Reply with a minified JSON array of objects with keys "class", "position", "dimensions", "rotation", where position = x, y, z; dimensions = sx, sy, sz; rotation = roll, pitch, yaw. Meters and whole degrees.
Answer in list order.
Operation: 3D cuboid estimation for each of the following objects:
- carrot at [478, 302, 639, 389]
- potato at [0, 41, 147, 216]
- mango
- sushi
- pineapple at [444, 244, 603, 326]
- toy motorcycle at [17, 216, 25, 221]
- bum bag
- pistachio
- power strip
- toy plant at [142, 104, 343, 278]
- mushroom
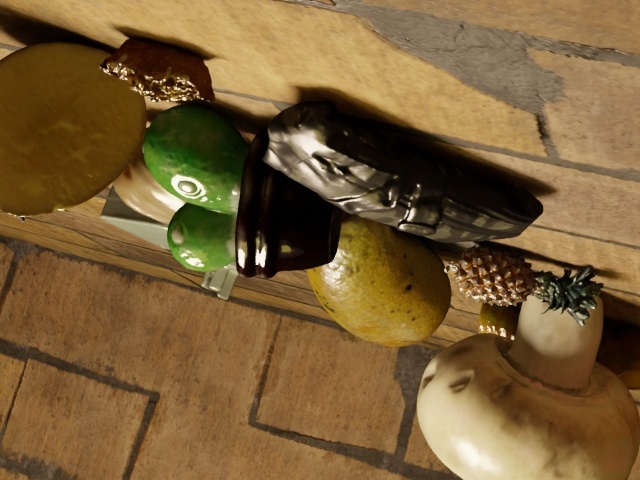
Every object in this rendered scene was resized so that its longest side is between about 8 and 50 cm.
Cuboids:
[{"class":"carrot","position":[0.420,0.174,2.244],"dimensions":[0.302,0.114,0.114],"rotation":[16,172,18]},{"class":"potato","position":[-0.297,-0.136,1.440],"dimensions":[0.178,0.203,0.158],"rotation":[37,-174,-19]},{"class":"mango","position":[0.080,0.058,1.951],"dimensions":[0.175,0.176,0.329],"rotation":[44,-173,34]},{"class":"sushi","position":[-0.159,-0.164,1.309],"dimensions":[0.118,0.060,0.061],"rotation":[13,166,17]},{"class":"pineapple","position":[0.282,0.059,1.840],"dimensions":[0.221,0.083,0.103],"rotation":[12,172,12]},{"class":"toy motorcycle","position":[-0.542,-0.124,2.072],"dimensions":[0.401,0.134,0.207],"rotation":[18,178,-7]},{"class":"bum bag","position":[0.081,-0.060,1.423],"dimensions":[0.340,0.095,0.144],"rotation":[20,156,-30]},{"class":"pistachio","position":[-0.166,-0.072,1.678],"dimensions":[0.206,0.131,0.129],"rotation":[27,-154,-21]},{"class":"power strip","position":[-0.225,0.000,2.262],"dimensions":[0.261,0.141,0.229],"rotation":[26,168,-38]},{"class":"toy plant","position":[-0.093,-0.051,1.547],"dimensions":[0.235,0.218,0.175],"rotation":[7,-145,5]},{"class":"mushroom","position":[0.335,0.252,2.071],"dimensions":[0.353,0.353,0.325],"rotation":[13,165,19]}]
